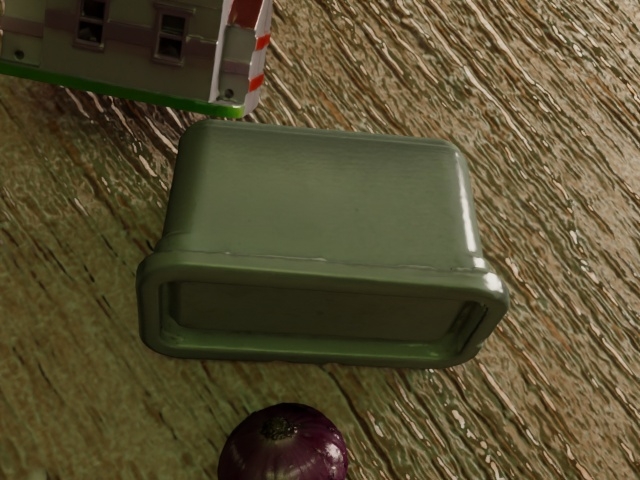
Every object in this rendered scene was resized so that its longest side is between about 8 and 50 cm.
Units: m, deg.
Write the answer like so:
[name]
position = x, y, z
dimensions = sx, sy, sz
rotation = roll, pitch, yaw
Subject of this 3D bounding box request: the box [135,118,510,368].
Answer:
[box]
position = 0.000, 0.000, 0.839
dimensions = 0.312, 0.175, 0.182
rotation = 5, 59, -6

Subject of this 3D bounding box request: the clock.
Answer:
[clock]
position = -0.152, -0.291, 0.856
dimensions = 0.235, 0.166, 0.309
rotation = 12, 107, 3

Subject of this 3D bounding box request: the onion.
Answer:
[onion]
position = -0.030, 0.196, 0.791
dimensions = 0.115, 0.115, 0.104
rotation = -22, 117, -16
